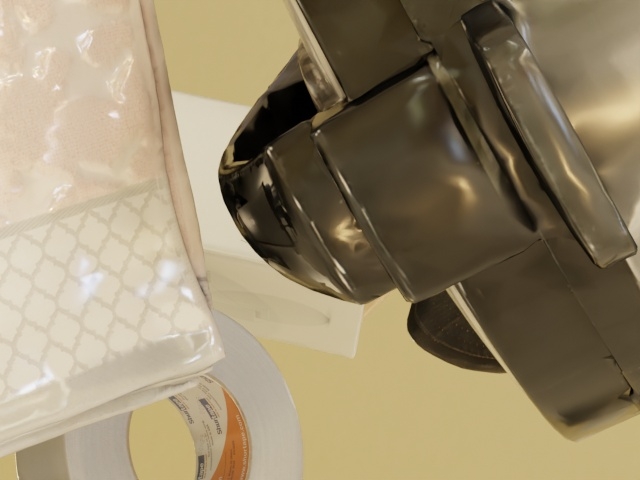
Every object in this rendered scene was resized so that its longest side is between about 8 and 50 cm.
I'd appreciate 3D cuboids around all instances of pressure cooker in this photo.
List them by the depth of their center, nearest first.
[{"bbox_3d":[0.143,-0.121,0.721,0.420,0.376,0.370,-28,150,9],"label":"pressure cooker"}]

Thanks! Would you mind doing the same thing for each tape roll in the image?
[{"bbox_3d":[-0.117,0.158,1.230,0.219,0.219,0.072,16,157,-38],"label":"tape roll"}]

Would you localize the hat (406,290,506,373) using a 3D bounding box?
[{"bbox_3d":[0.222,0.022,1.197,0.331,0.331,0.134,-3,127,45],"label":"hat"}]

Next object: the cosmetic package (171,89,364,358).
[{"bbox_3d":[-0.063,-0.012,1.391,0.224,0.138,0.224,11,161,1],"label":"cosmetic package"}]

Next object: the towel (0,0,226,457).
[{"bbox_3d":[-0.214,-0.038,0.673,0.331,0.317,0.053,-20,-164,-25],"label":"towel"}]

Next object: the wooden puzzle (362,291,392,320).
[{"bbox_3d":[0.000,0.000,1.746,0.238,0.221,0.044,33,-164,-44],"label":"wooden puzzle"}]
